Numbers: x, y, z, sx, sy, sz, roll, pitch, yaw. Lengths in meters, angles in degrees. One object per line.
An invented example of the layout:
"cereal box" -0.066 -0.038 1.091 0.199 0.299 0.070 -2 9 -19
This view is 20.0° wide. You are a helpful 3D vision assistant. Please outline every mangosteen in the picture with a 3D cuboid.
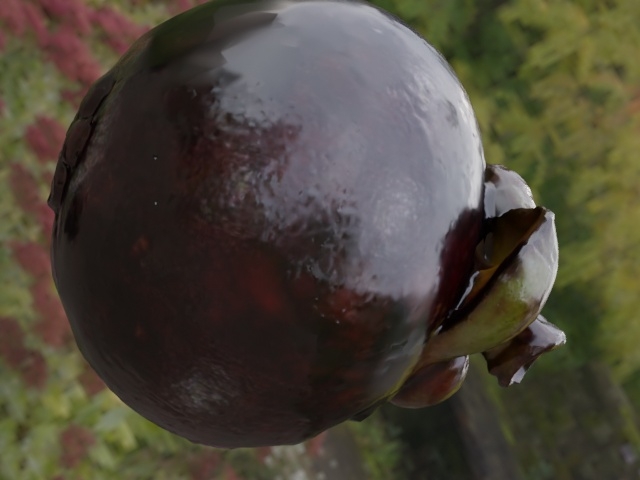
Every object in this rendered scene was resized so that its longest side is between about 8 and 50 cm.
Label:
"mangosteen" 0.000 0.000 0.883 0.265 0.228 0.228 23 21 -11
